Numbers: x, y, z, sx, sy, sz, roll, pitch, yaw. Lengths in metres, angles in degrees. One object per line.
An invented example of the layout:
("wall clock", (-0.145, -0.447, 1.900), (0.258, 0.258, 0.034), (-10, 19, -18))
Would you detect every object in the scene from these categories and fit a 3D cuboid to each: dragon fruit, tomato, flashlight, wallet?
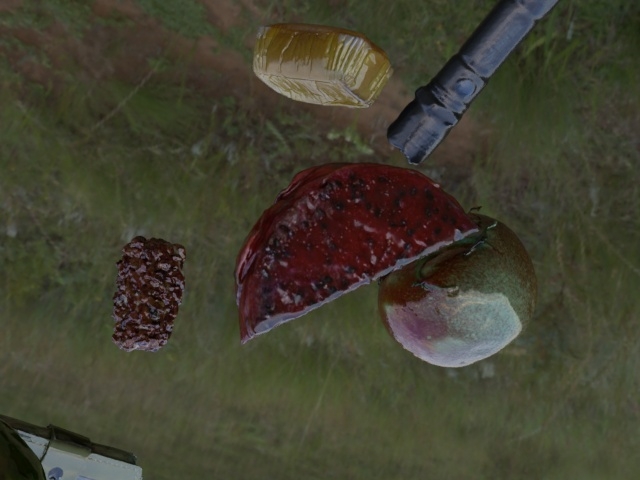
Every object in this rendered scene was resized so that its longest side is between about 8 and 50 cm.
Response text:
("dragon fruit", (0.000, 0.000, 0.995), (0.152, 0.317, 0.205), (64, 159, 4))
("tomato", (0.266, 0.097, 1.534), (0.303, 0.303, 0.239), (-11, 120, 54))
("flashlight", (0.280, -0.317, 1.458), (0.103, 0.103, 0.424), (31, 113, -23))
("wallet", (-0.246, 0.217, 0.716), (0.155, 0.110, 0.039), (28, -169, -30))

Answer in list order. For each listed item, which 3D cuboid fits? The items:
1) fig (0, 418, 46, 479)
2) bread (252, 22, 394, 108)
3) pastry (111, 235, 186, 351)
("fig", (-0.290, 0.196, 0.584), (0.167, 0.167, 0.233), (28, 153, -16))
("bread", (-0.002, -0.343, 1.583), (0.288, 0.119, 0.152), (17, 171, 42))
("pastry", (-0.296, 0.093, 1.408), (0.115, 0.209, 0.097), (-14, 155, 34))
